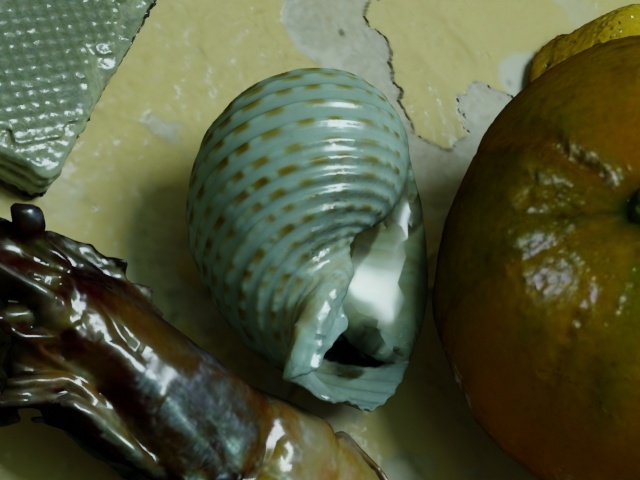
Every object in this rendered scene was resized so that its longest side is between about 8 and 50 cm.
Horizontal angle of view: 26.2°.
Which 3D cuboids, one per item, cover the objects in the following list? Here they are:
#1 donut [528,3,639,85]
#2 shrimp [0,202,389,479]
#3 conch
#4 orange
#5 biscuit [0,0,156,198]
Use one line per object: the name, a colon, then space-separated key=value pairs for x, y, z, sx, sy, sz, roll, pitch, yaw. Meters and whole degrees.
donut: x=0.207 y=-0.062 z=0.811 sx=0.162 sy=0.065 sz=0.178 roll=-9 pitch=68 yaw=-34
shrimp: x=-0.085 y=0.110 z=0.550 sx=0.289 sy=0.075 sz=0.178 roll=41 pitch=52 yaw=-20
conch: x=-0.005 y=-0.002 z=0.633 sx=0.135 sy=0.102 sz=0.153 roll=30 pitch=70 yaw=-45
orange: x=0.164 y=0.011 z=0.645 sx=0.171 sy=0.240 sz=0.240 roll=52 pitch=30 yaw=-58
biscuit: x=-0.142 y=-0.124 z=0.660 sx=0.121 sy=0.040 sz=0.199 roll=29 pitch=54 yaw=-11
